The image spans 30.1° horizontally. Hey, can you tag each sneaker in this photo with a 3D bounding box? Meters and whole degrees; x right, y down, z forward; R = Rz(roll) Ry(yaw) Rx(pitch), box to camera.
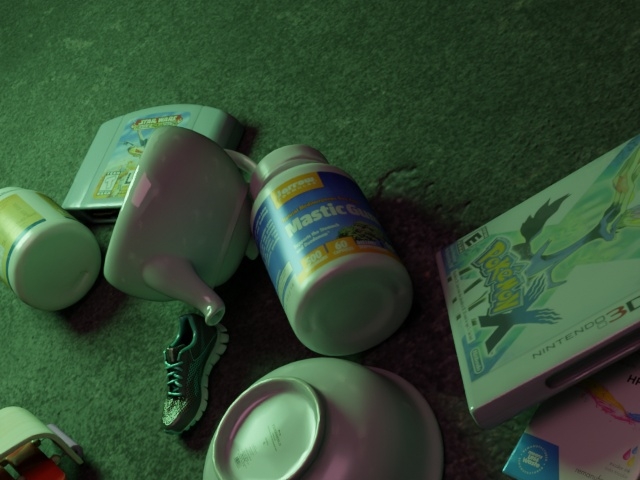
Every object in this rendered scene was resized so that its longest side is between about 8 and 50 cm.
[{"bbox_3d":[-0.179,0.167,1.531,0.065,0.076,0.166,-8,53,35],"label":"sneaker"}]

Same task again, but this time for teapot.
[{"bbox_3d":[-0.167,-0.024,1.591,0.252,0.187,0.256,145,143,-81],"label":"teapot"}]

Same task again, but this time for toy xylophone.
[{"bbox_3d":[-0.480,0.315,1.557,0.322,0.081,0.236,-29,26,-17],"label":"toy xylophone"}]

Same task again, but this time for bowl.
[{"bbox_3d":[-0.024,0.241,1.310,0.297,0.134,0.298,-21,46,23],"label":"bowl"}]

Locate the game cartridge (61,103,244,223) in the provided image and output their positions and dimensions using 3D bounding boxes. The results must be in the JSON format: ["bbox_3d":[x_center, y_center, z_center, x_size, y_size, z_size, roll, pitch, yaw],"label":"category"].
[{"bbox_3d":[-0.263,-0.120,1.849,0.297,0.062,0.198,-2,61,37],"label":"game cartridge"}]

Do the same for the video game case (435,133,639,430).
[{"bbox_3d":[0.269,0.026,1.247,0.300,0.036,0.329,-31,23,14],"label":"video game case"}]

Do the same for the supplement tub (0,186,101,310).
[{"bbox_3d":[-0.437,0.007,1.812,0.144,0.144,0.199,-50,42,-7],"label":"supplement tub"}]

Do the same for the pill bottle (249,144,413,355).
[{"bbox_3d":[0.000,0.000,1.469,0.152,0.152,0.272,-36,43,9],"label":"pill bottle"}]

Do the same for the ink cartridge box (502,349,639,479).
[{"bbox_3d":[0.297,0.165,1.159,0.134,0.078,0.231,17,68,45],"label":"ink cartridge box"}]
